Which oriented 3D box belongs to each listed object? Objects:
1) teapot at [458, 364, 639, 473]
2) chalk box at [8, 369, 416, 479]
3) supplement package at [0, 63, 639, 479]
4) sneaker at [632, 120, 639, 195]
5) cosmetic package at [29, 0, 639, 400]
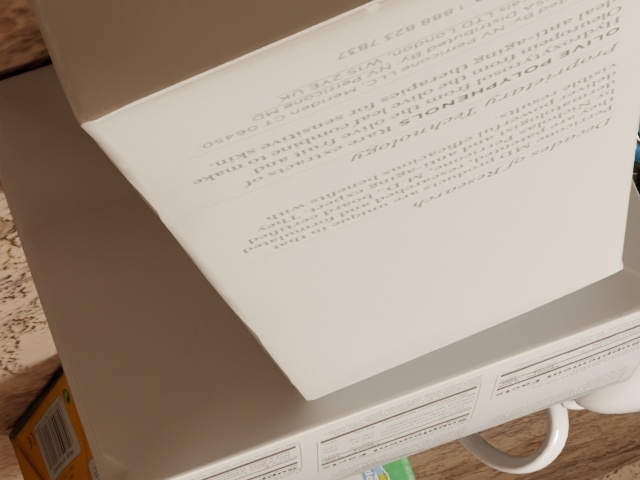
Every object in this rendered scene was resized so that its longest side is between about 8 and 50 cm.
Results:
[{"bbox_3d":[0.217,0.044,1.261,0.253,0.187,0.256,-17,163,-11],"label":"teapot"},{"bbox_3d":[-0.053,0.166,1.329,0.289,0.179,0.180,-10,160,-31],"label":"chalk box"},{"bbox_3d":[0.000,0.000,0.840,0.262,0.204,0.145,-19,162,-7],"label":"supplement package"},{"bbox_3d":[0.189,-0.074,0.964,0.139,0.125,0.341,-58,-174,-9],"label":"sneaker"},{"bbox_3d":[0.002,-0.088,0.594,0.155,0.197,0.365,-23,165,3],"label":"cosmetic package"}]
